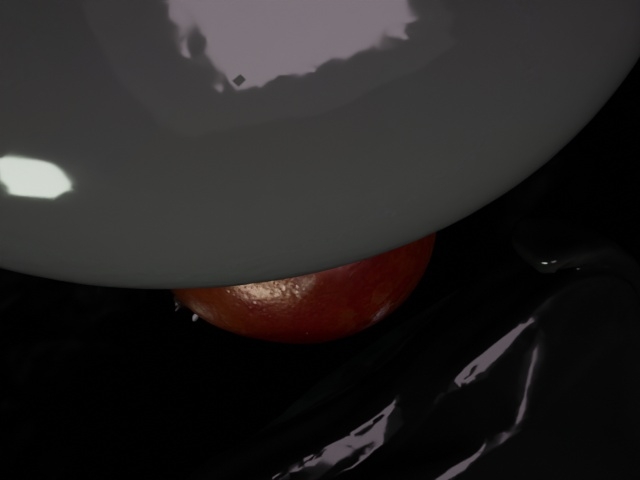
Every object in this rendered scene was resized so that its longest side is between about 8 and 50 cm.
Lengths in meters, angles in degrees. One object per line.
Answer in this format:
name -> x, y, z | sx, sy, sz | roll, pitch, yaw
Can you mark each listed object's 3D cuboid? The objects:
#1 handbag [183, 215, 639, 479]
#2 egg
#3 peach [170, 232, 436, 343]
handbag -> 0.056, 0.123, 0.709 | 0.191, 0.075, 0.332 | -33, 143, -5
egg -> -0.025, -0.075, 0.439 | 0.231, 0.176, 0.176 | -22, 132, -19
peach -> -0.001, -0.001, 0.598 | 0.098, 0.061, 0.098 | -20, 126, -30
